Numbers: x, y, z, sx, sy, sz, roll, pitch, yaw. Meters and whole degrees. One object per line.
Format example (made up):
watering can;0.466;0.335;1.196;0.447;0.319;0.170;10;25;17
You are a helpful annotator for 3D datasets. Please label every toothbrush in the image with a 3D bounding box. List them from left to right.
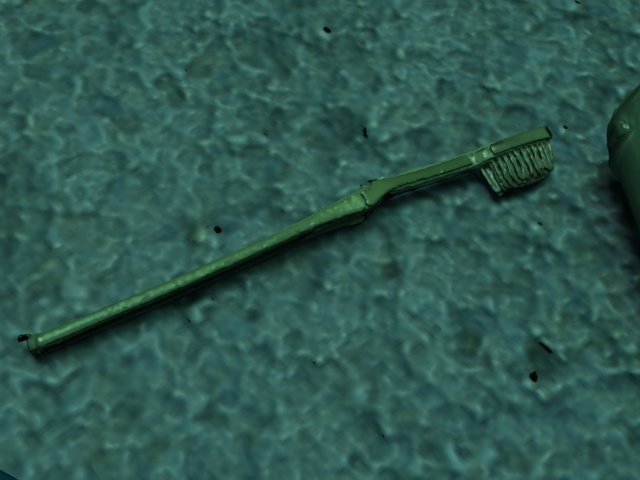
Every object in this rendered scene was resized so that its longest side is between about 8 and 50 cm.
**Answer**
toothbrush;-0.003;-0.005;0.525;0.294;0.026;0.028;-19;75;-22

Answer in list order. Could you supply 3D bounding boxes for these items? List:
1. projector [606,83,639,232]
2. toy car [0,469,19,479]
projector;0.220;0.070;0.461;0.108;0.108;0.338;-3;56;-12
toy car;-0.112;0.176;0.279;0.190;0.188;0.255;8;51;-12
